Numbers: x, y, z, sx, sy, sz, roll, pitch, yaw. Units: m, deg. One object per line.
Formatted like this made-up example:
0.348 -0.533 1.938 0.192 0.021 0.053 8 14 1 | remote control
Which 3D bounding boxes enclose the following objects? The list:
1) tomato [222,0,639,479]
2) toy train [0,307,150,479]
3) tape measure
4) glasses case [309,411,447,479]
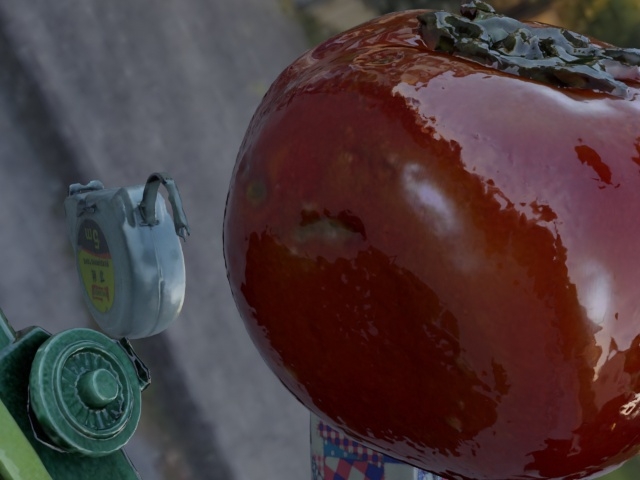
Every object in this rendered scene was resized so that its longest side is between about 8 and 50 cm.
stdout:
0.106 0.002 1.095 0.293 0.325 0.290 -33 135 -53 | tomato
-0.171 0.224 1.098 0.237 0.150 0.369 -43 107 -45 | toy train
-0.142 0.015 1.568 0.330 0.084 0.164 5 -69 62 | tape measure
0.052 0.203 1.454 0.076 0.125 0.328 -2 90 -47 | glasses case
